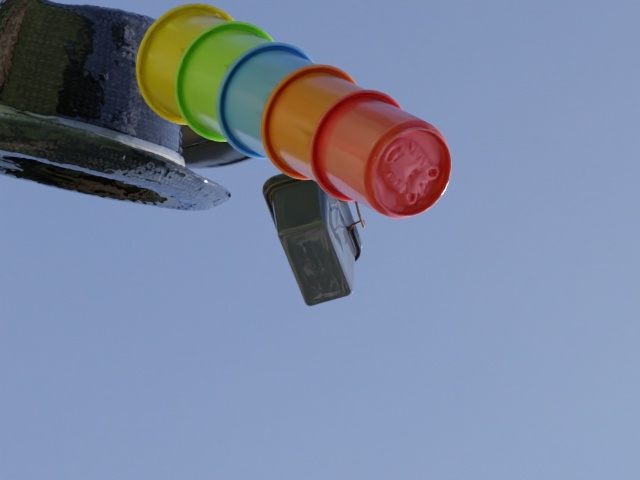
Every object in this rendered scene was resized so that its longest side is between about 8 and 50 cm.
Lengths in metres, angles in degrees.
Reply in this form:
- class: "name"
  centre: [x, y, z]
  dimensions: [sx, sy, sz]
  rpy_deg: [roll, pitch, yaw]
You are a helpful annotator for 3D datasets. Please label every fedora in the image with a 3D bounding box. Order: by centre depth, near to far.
- class: "fedora"
  centre: [-0.212, -0.127, 1.445]
  dimensions: [0.334, 0.334, 0.152]
  rpy_deg: [9, -95, 43]

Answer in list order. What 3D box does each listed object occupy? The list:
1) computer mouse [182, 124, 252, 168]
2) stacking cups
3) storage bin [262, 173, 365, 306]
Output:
- class: "computer mouse"
  centre: [-0.132, -0.136, 1.897]
  dimensions: [0.272, 0.072, 0.188]
  rpy_deg: [-4, -40, 37]
- class: "stacking cups"
  centre: [-0.026, -0.092, 1.140]
  dimensions: [0.316, 0.096, 0.096]
  rpy_deg: [30, -57, 57]
- class: "storage bin"
  centre: [0.000, 0.000, 1.801]
  dimensions: [0.098, 0.091, 0.135]
  rpy_deg: [-16, -54, 8]
